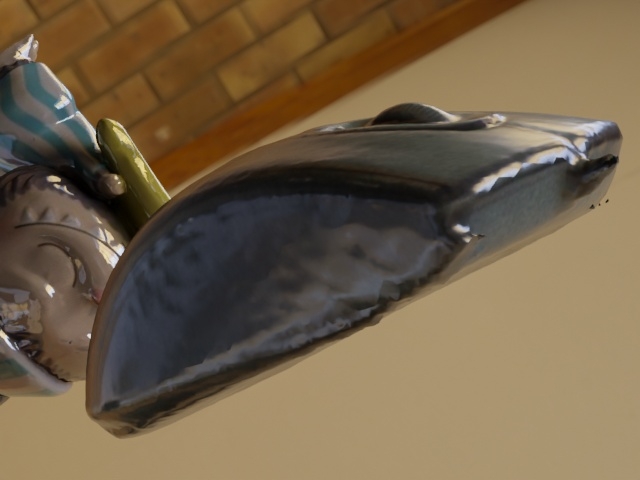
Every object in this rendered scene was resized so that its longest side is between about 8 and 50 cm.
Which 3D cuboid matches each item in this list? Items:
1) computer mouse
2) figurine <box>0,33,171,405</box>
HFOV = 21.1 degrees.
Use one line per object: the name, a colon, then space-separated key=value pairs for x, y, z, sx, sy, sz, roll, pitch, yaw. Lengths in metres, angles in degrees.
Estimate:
computer mouse: x=0.000 y=0.000 z=0.920 sx=0.371 sy=0.122 sz=0.188 roll=-26 pitch=179 yaw=40
figurine: x=-0.361 y=0.015 z=1.853 sx=0.378 sy=0.266 sz=0.361 roll=-31 pitch=-118 yaw=-18
